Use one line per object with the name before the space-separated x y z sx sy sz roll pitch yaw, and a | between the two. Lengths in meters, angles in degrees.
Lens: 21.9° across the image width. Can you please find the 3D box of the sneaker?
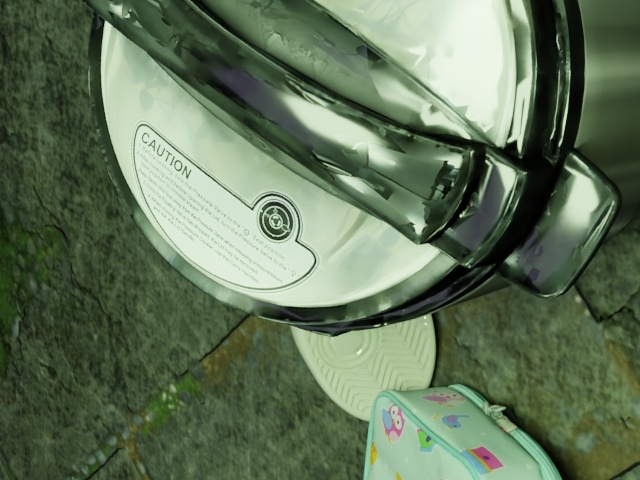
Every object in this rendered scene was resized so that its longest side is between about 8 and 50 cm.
sneaker | 0.000 0.000 1.535 0.148 0.131 0.350 -128 14 -76

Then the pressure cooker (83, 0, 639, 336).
pressure cooker | 0.040 -0.128 1.182 0.370 0.420 0.375 -9 92 29

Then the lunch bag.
lunch bag | 0.114 0.270 1.460 0.224 0.108 0.279 -137 50 -60
